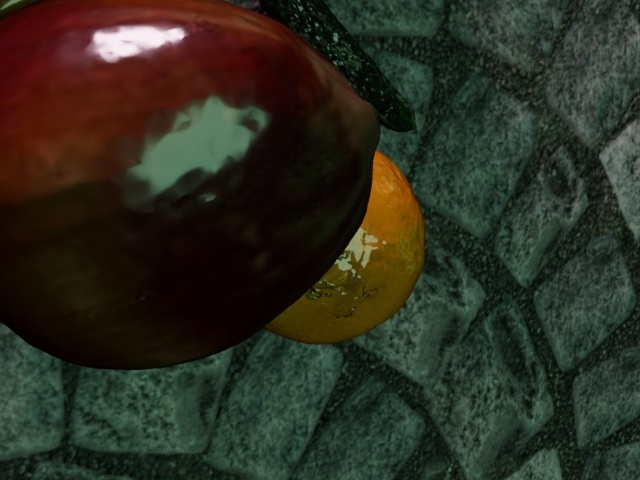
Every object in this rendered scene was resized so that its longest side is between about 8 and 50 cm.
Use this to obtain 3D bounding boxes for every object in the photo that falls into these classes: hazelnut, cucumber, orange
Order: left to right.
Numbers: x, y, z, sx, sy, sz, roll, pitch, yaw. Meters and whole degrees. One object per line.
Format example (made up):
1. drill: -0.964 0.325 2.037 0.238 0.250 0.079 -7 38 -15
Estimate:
1. hazelnut: -0.148 -0.061 1.056 0.421 0.421 0.352 26 60 -37
2. orange: 0.000 0.000 1.336 0.246 0.246 0.246 -11 110 -32
3. cucumber: 0.029 -0.214 1.396 0.067 0.067 0.293 -54 128 -10

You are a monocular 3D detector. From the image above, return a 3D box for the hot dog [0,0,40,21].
1. hot dog: -0.238 -0.280 1.153 0.337 0.135 0.100 -31 98 -24
